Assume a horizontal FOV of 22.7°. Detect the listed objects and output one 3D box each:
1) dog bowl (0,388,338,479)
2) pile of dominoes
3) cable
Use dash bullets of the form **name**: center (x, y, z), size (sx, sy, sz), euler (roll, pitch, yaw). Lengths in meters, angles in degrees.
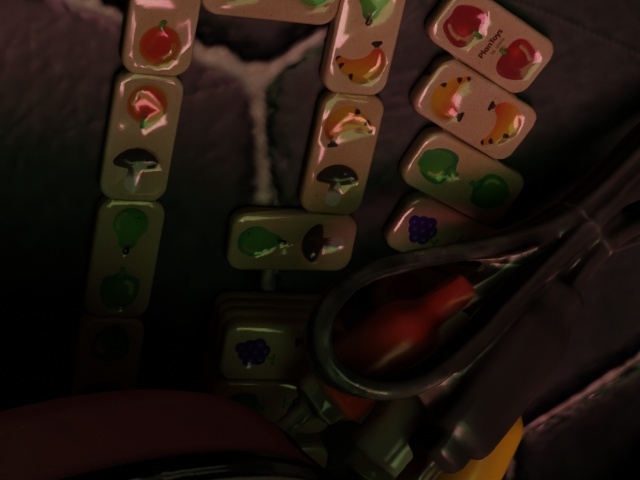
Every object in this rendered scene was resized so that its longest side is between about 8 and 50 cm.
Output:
- **dog bowl**: center (-0.135, 0.210, 0.617), size (0.408, 0.150, 0.408), euler (-24, 154, -13)
- **pile of dominoes**: center (0.000, 0.000, 0.697), size (0.196, 0.040, 0.251), euler (2, 118, -19)
- **cable**: center (0.092, 0.009, 0.716), size (0.139, 0.072, 0.287), euler (46, 77, -20)
